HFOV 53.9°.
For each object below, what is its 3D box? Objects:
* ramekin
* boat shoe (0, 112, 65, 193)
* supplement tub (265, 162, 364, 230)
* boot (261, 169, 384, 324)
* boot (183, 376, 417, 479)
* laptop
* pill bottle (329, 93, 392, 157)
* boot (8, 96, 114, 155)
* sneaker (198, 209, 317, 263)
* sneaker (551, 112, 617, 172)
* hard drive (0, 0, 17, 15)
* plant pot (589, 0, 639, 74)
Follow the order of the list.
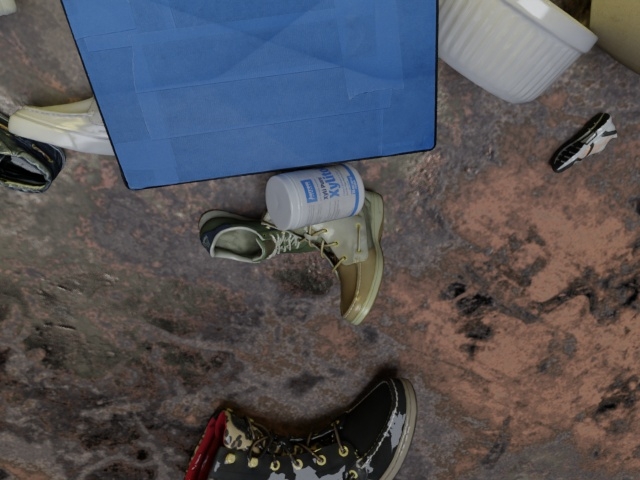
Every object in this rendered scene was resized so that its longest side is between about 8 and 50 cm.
[{"bbox_3d":[0.205,-0.252,0.739,0.207,0.207,0.109,23,121,-21],"label":"ramekin"},{"bbox_3d":[-0.405,-0.120,0.758,0.183,0.083,0.065,23,111,-21],"label":"boat shoe"},{"bbox_3d":[-0.006,-0.055,0.779,0.107,0.071,0.071,-14,122,-30],"label":"supplement tub"},{"bbox_3d":[0.000,0.000,0.838,0.165,0.213,0.077,19,142,-18],"label":"boot"},{"bbox_3d":[-0.038,0.350,1.056,0.284,0.138,0.377,24,117,-21],"label":"boot"},{"bbox_3d":[-0.059,-0.186,0.556,0.382,0.408,0.236,-8,94,0],"label":"laptop"},{"bbox_3d":[0.002,-0.208,0.767,0.121,0.121,0.216,-40,117,11],"label":"pill bottle"},{"bbox_3d":[-0.238,-0.168,0.773,0.258,0.095,0.123,7,104,-17],"label":"boot"},{"bbox_3d":[-0.075,0.003,0.885,0.192,0.086,0.064,4,117,-13],"label":"sneaker"},{"bbox_3d":[0.390,-0.135,0.925,0.109,0.040,0.044,-42,119,13],"label":"sneaker"},{"bbox_3d":[-0.459,-0.385,0.592,0.233,0.047,0.353,-2,120,11],"label":"hard drive"},{"bbox_3d":[0.422,-0.306,0.735,0.191,0.284,0.284,6,122,22],"label":"plant pot"}]
